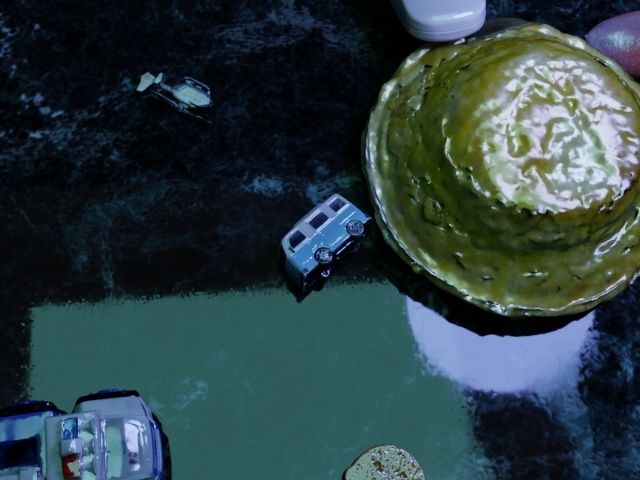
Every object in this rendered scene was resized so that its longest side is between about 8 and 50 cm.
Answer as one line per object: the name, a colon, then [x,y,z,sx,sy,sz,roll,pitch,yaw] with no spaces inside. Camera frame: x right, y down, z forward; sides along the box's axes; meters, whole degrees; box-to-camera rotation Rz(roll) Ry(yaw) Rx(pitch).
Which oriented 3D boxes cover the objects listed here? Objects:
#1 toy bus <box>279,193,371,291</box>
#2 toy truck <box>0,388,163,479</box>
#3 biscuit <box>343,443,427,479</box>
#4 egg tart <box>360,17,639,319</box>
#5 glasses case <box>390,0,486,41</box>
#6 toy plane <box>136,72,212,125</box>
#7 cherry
toy bus: [0.000,0.000,1.015,0.123,0.060,0.075,-41,73,-20]
toy truck: [-0.282,0.237,0.838,0.213,0.177,0.161,-7,69,-7]
biscuit: [0.086,0.308,0.926,0.102,0.019,0.130,-21,72,-13]
egg tart: [0.269,-0.117,1.020,0.443,0.178,0.443,1,71,-4]
glasses case: [0.148,-0.386,1.130,0.113,0.075,0.297,-12,48,-4]
toy plane: [-0.195,-0.204,1.093,0.120,0.031,0.049,28,78,3]
cherry: [0.456,-0.288,1.152,0.126,0.087,0.106,14,69,21]
